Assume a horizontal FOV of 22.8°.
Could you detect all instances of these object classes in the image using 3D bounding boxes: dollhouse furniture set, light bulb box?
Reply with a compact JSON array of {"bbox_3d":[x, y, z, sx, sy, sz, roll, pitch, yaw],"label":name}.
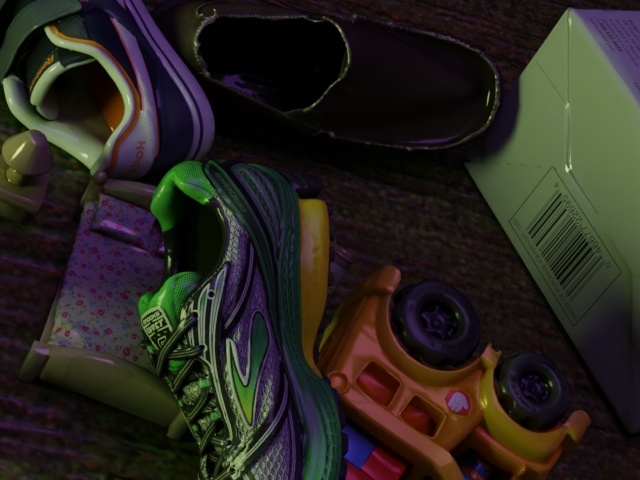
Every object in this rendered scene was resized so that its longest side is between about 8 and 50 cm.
[{"bbox_3d":[-0.160,0.039,1.207,0.355,0.174,0.303,22,44,-13],"label":"dollhouse furniture set"},{"bbox_3d":[0.404,-0.032,1.591,0.361,0.225,0.358,-4,53,-36],"label":"light bulb box"}]

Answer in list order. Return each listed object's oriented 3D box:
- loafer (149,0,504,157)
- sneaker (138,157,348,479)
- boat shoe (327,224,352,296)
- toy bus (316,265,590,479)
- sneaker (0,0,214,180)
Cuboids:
[{"bbox_3d":[0.015,-0.147,1.499,0.366,0.134,0.130,4,5,-19],"label":"loafer"},{"bbox_3d":[-0.076,0.103,1.180,0.146,0.134,0.343,12,64,-38],"label":"sneaker"},{"bbox_3d":[-0.001,-0.001,1.403,0.056,0.048,0.153,38,13,-18],"label":"boat shoe"},{"bbox_3d":[0.076,0.164,1.268,0.220,0.149,0.211,35,49,-2],"label":"toy bus"},{"bbox_3d":[-0.230,-0.189,1.409,0.321,0.126,0.127,51,38,15],"label":"sneaker"}]
